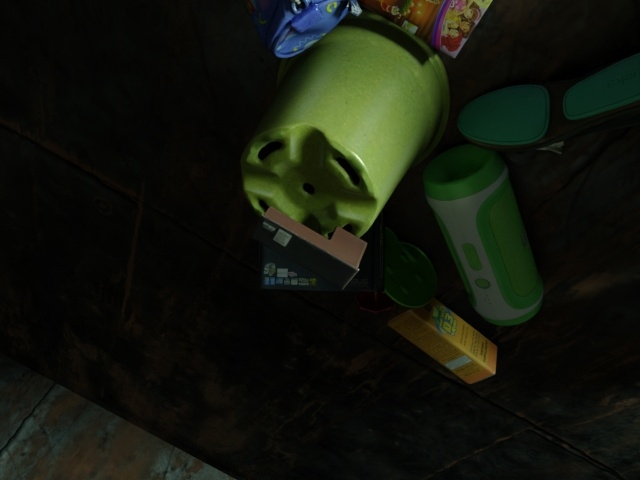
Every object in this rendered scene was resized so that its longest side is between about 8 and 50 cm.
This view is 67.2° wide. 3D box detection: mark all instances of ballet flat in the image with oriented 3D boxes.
[{"bbox_3d":[0.312,-0.156,0.610,0.096,0.095,0.280,17,171,-35],"label":"ballet flat"}]

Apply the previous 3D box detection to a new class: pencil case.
[{"bbox_3d":[-0.079,-0.363,0.544,0.119,0.133,0.306,-30,100,8],"label":"pencil case"}]

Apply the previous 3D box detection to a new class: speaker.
[{"bbox_3d":[0.264,-0.001,0.765,0.131,0.131,0.296,-10,126,32],"label":"speaker"}]

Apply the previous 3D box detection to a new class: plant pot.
[{"bbox_3d":[0.021,-0.137,0.666,0.276,0.253,0.276,14,135,14],"label":"plant pot"}]

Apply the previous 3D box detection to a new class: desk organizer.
[{"bbox_3d":[-0.012,0.000,0.590,0.130,0.050,0.047,30,137,-4],"label":"desk organizer"}]

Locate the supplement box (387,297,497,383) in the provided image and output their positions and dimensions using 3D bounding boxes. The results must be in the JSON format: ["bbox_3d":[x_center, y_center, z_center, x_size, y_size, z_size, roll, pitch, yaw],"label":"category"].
[{"bbox_3d":[0.254,0.196,0.996,0.233,0.078,0.080,35,136,-10],"label":"supplement box"}]

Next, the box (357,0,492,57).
[{"bbox_3d":[0.144,-0.380,0.522,0.201,0.057,0.293,28,136,-2],"label":"box"}]

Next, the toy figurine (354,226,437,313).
[{"bbox_3d":[0.113,0.075,0.940,0.173,0.130,0.159,52,145,5],"label":"toy figurine"}]

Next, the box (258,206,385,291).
[{"bbox_3d":[0.000,0.000,0.869,0.233,0.183,0.059,-1,173,26],"label":"box"}]
